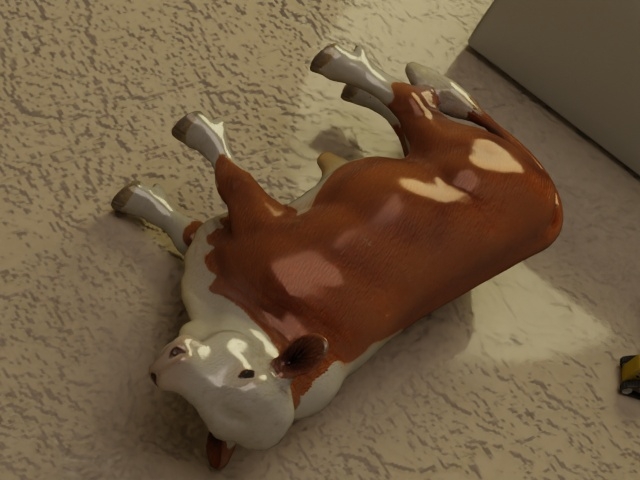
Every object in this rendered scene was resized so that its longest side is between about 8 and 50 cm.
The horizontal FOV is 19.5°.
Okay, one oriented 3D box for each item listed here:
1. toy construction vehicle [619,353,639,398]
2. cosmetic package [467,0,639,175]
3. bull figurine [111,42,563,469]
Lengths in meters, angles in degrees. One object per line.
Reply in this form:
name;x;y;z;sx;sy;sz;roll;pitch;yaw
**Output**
toy construction vehicle;0.240;0.068;1.176;0.098;0.035;0.086;19;52;-12
cosmetic package;0.263;-0.164;1.281;0.224;0.138;0.224;38;50;4
bull figurine;0.000;0.000;1.073;0.310;0.101;0.188;-26;69;-35
